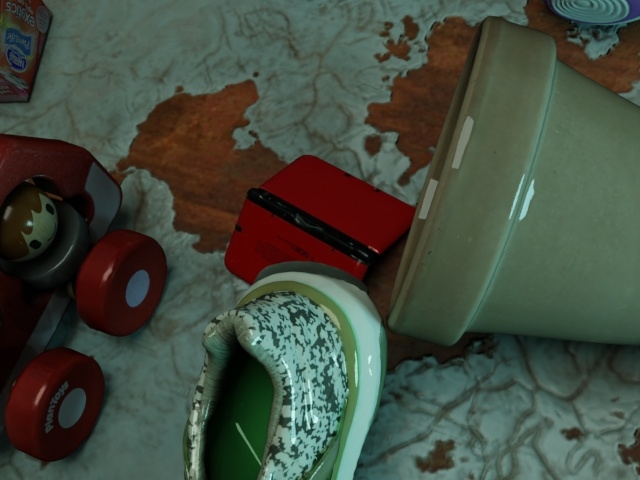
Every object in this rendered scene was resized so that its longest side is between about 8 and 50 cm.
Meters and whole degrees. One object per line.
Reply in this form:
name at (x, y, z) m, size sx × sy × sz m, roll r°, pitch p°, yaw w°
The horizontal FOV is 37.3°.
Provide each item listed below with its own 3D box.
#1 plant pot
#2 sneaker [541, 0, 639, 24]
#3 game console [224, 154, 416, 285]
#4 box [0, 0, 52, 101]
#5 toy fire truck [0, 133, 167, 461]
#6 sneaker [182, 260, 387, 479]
plant pot at (0.195, -0.017, 0.748) m, size 0.229 × 0.263 × 0.263 m, roll 18°, pitch 71°, yaw 2°
sneaker at (0.359, -0.275, 0.870) m, size 0.305 × 0.114 × 0.152 m, roll 9°, pitch 70°, yaw 19°
game console at (0.000, 0.000, 0.902) m, size 0.144 × 0.085 × 0.124 m, roll 29°, pitch 108°, yaw 26°
box at (-0.455, -0.237, 1.074) m, size 0.256 × 0.123 × 0.128 m, roll 1°, pitch 67°, yaw 16°
toy fire truck at (-0.285, 0.040, 0.826) m, size 0.169 × 0.254 × 0.302 m, roll 18°, pitch 72°, yaw 22°
sneaker at (-0.059, 0.219, 0.685) m, size 0.158 × 0.182 × 0.411 m, roll 2°, pitch 89°, yaw 25°
